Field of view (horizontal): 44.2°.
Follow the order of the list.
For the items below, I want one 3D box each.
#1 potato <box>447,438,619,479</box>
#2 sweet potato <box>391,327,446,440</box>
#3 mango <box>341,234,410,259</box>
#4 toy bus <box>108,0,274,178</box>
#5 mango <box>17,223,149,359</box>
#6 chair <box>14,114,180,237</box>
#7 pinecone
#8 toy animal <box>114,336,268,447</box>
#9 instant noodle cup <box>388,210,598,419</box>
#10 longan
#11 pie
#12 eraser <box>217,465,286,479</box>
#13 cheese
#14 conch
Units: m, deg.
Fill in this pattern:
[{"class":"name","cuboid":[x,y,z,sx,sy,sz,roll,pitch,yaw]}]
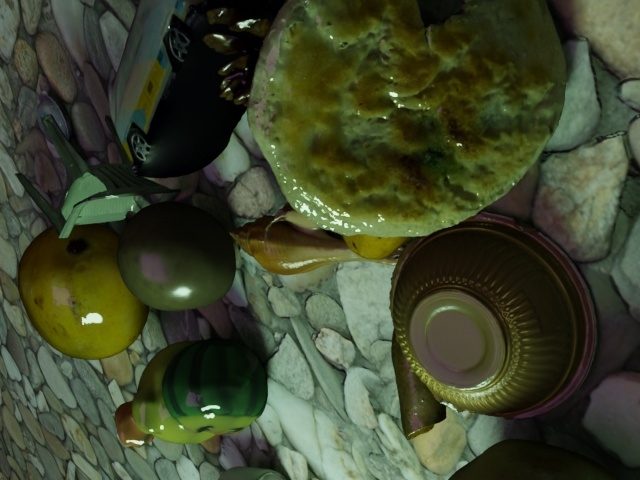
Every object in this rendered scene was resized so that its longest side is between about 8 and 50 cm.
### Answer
[{"class":"potato","cuboid":[0.251,0.371,0.942,0.243,0.221,0.326,50,149,36]},{"class":"sweet potato","cuboid":[0.137,0.153,1.079,0.077,0.077,0.243,4,101,47]},{"class":"mango","cuboid":[0.077,-0.063,0.959,0.110,0.147,0.227,12,154,-3]},{"class":"toy bus","cuboid":[-0.195,-0.261,1.165,0.162,0.171,0.386,62,143,20]},{"class":"mango","cuboid":[-0.508,0.116,1.664,0.300,0.232,0.446,58,150,1]},{"class":"chair","cuboid":[-0.403,-0.105,1.448,0.274,0.203,0.190,48,127,27]},{"class":"pinecone","cuboid":[-0.017,-0.277,0.894,0.246,0.246,0.291,-2,90,49]},{"class":"toy animal","cuboid":[-0.234,0.277,1.465,0.338,0.216,0.191,-30,59,48]},{"class":"instant noodle cup","cuboid":[0.179,0.103,0.936,0.274,0.091,0.273,10,109,33]},{"class":"longan","cuboid":[-0.247,0.028,1.345,0.220,0.197,0.196,11,117,51]},{"class":"pie","cuboid":[0.090,-0.141,0.788,0.075,0.338,0.337,-128,28,-66]},{"class":"eraser","cuboid":[-0.135,0.590,1.505,0.150,0.331,0.331,-13,100,52]},{"class":"cheese","cuboid":[-0.553,-0.226,1.673,0.105,0.042,0.190,-20,97,53]},{"class":"conch","cuboid":[0.002,0.000,1.144,0.331,0.093,0.109,4,95,26]}]
